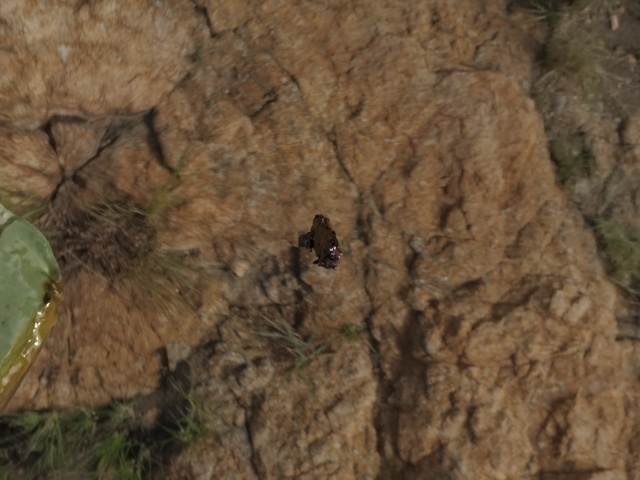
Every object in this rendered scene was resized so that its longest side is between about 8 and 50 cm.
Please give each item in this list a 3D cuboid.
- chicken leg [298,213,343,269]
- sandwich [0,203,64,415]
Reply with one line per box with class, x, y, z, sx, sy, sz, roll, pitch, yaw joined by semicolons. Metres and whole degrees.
chicken leg;0.001;-0.001;0.616;0.021;0.083;0.036;6;104;-19
sandwich;-0.230;0.096;0.383;0.108;0.186;0.220;37;45;-6
